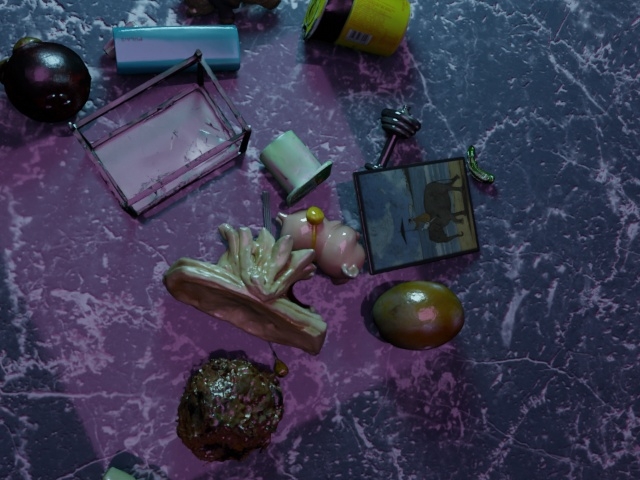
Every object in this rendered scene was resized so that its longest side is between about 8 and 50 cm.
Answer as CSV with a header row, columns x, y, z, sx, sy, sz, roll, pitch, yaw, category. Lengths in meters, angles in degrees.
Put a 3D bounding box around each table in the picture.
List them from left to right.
x,y,z,sx,sy,sz,roll,pitch,yaw,category
-0.365,-0.235,1.655,0.335,0.272,0.222,-33,92,-9,table

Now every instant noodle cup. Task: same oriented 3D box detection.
x,y,z,sx,sy,sz,roll,pitch,yaw,category
0.094,-0.572,1.791,0.236,0.215,0.215,18,85,-15,instant noodle cup

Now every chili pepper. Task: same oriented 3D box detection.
x,y,z,sx,sy,sz,roll,pitch,yaw,category
0.418,-0.195,1.898,0.055,0.035,0.118,-30,82,-22,chili pepper

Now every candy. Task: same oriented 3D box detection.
x,y,z,sx,sy,sz,roll,pitch,yaw,category
-0.116,0.290,1.793,0.035,0.035,0.123,-22,83,-13,candy

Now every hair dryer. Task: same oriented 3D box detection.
x,y,z,sx,sy,sz,roll,pitch,yaw,category
-0.454,-0.458,1.769,0.106,0.054,0.154,-44,98,-4,hair dryer

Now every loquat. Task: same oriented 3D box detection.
x,y,z,sx,sy,sz,roll,pitch,yaw,category
0.244,0.188,1.781,0.227,0.179,0.179,-2,87,-1,loquat

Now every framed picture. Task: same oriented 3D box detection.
x,y,z,sx,sy,sz,roll,pitch,yaw,category
0.252,-0.068,1.818,0.347,0.016,0.265,-10,92,-25,framed picture

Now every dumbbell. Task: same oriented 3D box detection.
x,y,z,sx,sy,sz,roll,pitch,yaw,category
0.172,-0.232,1.831,0.110,0.110,0.254,24,91,-7,dumbbell

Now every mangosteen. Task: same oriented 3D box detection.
x,y,z,sx,sy,sz,roll,pitch,yaw,category
-0.644,-0.378,1.664,0.210,0.210,0.210,0,87,-9,mangosteen

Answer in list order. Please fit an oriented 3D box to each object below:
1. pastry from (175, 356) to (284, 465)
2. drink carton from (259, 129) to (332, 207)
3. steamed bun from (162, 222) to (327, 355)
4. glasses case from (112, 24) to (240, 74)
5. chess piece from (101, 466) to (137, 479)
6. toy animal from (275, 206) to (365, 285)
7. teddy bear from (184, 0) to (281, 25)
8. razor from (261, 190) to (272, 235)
x,y,z,sx,sy,sz,roll,pitch,yaw,category
-0.213,0.409,1.687,0.275,0.193,0.275,1,85,-9,pastry
-0.071,-0.185,1.772,0.144,0.146,0.142,-40,85,-9,drink carton
-0.153,0.094,1.706,0.428,0.247,0.189,22,59,-3,steamed bun
-0.352,-0.471,1.744,0.301,0.070,0.117,-7,102,-15,glasses case
-0.337,0.703,1.648,0.442,0.234,0.234,24,84,-4,chess piece
-0.001,0.001,1.761,0.248,0.165,0.149,36,88,1,toy animal
-0.231,-0.636,1.760,0.251,0.129,0.182,-15,97,4,teddy bear
-0.133,-0.030,1.800,0.068,0.037,0.191,-4,86,-5,razor
